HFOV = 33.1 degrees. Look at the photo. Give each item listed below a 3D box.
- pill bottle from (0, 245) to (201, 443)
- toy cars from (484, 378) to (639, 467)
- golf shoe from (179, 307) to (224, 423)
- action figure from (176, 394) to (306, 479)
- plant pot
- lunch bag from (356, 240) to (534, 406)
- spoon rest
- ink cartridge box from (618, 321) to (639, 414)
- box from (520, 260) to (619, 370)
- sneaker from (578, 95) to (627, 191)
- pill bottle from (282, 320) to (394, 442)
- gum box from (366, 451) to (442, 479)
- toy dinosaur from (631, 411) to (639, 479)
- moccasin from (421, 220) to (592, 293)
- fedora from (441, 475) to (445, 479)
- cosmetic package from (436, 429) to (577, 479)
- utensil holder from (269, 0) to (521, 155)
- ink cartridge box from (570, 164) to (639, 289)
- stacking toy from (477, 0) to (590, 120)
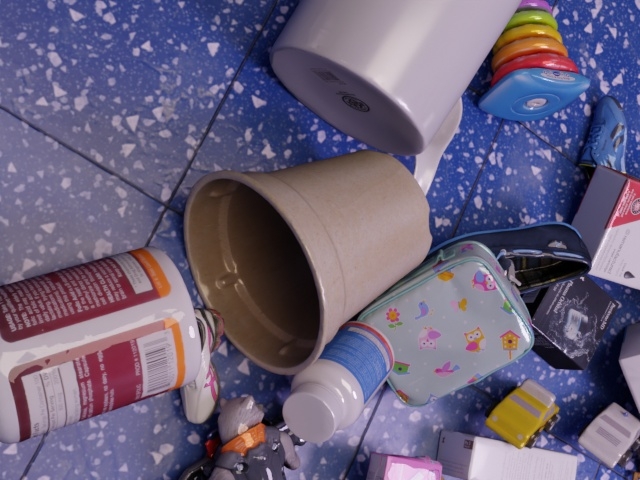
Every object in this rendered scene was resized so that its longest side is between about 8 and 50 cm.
[{"bbox_3d":[-0.392,0.161,1.558,0.392,0.224,0.224,-16,93,-26],"label":"pill bottle"},{"bbox_3d":[0.467,0.323,1.980,0.393,0.176,0.087,15,116,-24],"label":"toy cars"},{"bbox_3d":[-0.203,0.200,1.715,0.086,0.067,0.186,7,85,-65],"label":"golf shoe"},{"bbox_3d":[-0.049,0.378,1.733,0.341,0.178,0.330,-36,102,-27],"label":"action figure"},{"bbox_3d":[0.000,0.000,1.733,0.305,0.334,0.334,-26,98,-37],"label":"plant pot"},{"bbox_3d":[0.213,0.135,1.840,0.279,0.108,0.224,-31,99,18],"label":"lunch bag"},{"bbox_3d":[0.184,-0.183,1.939,0.137,0.084,0.276,17,80,-24],"label":"spoon rest"},{"bbox_3d":[0.715,0.288,2.055,0.270,0.197,0.198,67,24,-7],"label":"ink cartridge box"},{"bbox_3d":[0.455,0.139,2.039,0.158,0.093,0.156,39,71,-19],"label":"box"},{"bbox_3d":[0.553,-0.185,2.125,0.082,0.069,0.209,3,85,-23],"label":"sneaker"},{"bbox_3d":[0.027,0.230,1.747,0.124,0.124,0.221,62,32,-9],"label":"pill bottle"},{"bbox_3d":[0.128,0.444,1.785,0.107,0.062,0.188,15,80,-24],"label":"gum box"},{"bbox_3d":[0.648,0.446,2.136,0.211,0.064,0.112,46,50,-25],"label":"toy dinosaur"},{"bbox_3d":[0.320,0.048,1.917,0.342,0.117,0.138,-18,130,-7],"label":"moccasin"},{"bbox_3d":[0.136,0.467,1.867,0.194,0.079,0.194,2,85,-26],"label":"fedora"},{"bbox_3d":[0.336,0.404,1.948,0.231,0.117,0.085,13,82,-23],"label":"cosmetic package"},{"bbox_3d":[0.142,-0.380,1.795,0.327,0.327,0.385,35,78,-19],"label":"utensil holder"},{"bbox_3d":[0.632,-0.008,2.091,0.273,0.114,0.197,16,102,-25],"label":"ink cartridge box"},{"bbox_3d":[0.388,-0.392,2.035,0.175,0.166,0.302,4,70,-22],"label":"stacking toy"}]
